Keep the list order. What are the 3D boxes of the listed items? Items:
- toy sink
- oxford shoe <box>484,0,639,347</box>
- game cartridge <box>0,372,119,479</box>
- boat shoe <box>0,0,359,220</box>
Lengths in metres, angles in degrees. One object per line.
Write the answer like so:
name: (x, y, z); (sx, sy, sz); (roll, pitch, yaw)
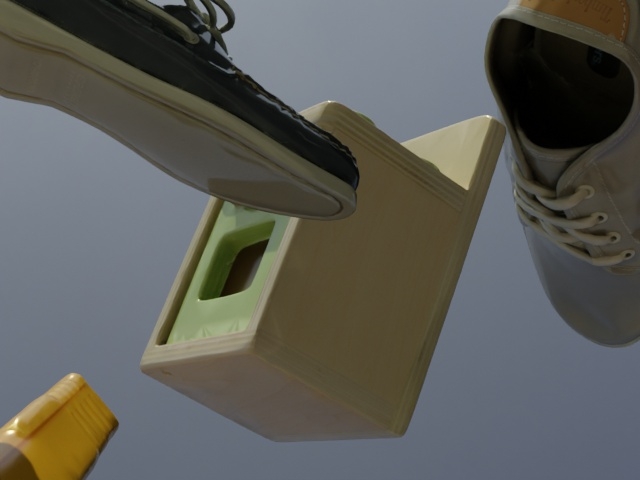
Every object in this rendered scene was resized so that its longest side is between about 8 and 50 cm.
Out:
toy sink: (0.000, 0.000, 0.845); (0.131, 0.152, 0.234); (33, -114, -25)
oxford shoe: (0.204, -0.055, 1.012); (0.169, 0.449, 0.130); (25, -122, 27)
game cartridge: (-0.222, 0.179, 0.511); (0.285, 0.324, 0.053); (-40, -85, 4)
boat shoe: (-0.088, -0.089, 0.648); (0.254, 0.095, 0.079); (24, -115, -8)
